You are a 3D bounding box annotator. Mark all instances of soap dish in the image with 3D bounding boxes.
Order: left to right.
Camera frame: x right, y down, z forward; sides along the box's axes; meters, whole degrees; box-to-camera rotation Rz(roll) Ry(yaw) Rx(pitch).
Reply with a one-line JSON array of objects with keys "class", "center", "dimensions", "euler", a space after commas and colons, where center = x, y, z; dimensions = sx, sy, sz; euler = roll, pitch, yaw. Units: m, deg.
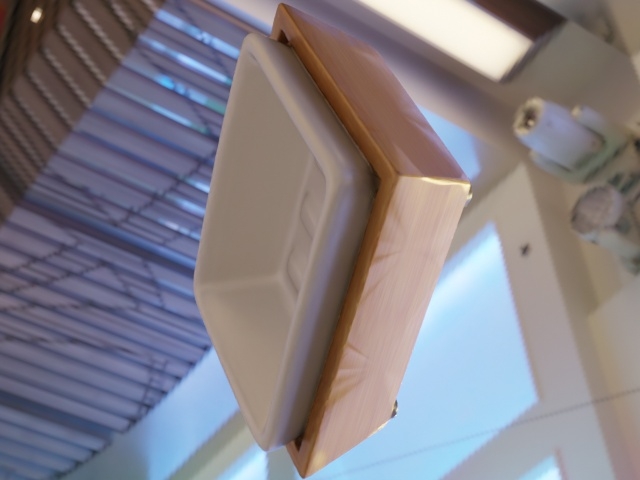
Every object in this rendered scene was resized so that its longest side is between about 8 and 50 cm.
[{"class": "soap dish", "center": [0.000, 0.000, 0.982], "dimensions": [0.229, 0.118, 0.290], "euler": [-120, -144, -45]}]
